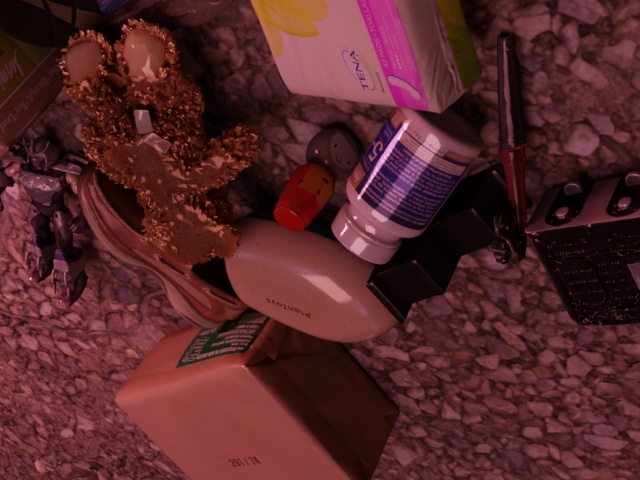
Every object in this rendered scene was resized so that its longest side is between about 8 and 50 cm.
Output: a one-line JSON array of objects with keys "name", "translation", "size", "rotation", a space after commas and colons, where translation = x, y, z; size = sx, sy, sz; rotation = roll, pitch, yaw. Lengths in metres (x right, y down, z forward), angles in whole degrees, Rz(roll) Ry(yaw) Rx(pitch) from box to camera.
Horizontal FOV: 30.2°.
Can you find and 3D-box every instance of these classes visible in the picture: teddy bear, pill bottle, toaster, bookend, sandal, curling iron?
[{"name": "teddy bear", "translation": [-0.196, -0.130, 1.492], "size": [0.245, 0.113, 0.338], "rotation": [-25, 116, 30]}, {"name": "pill bottle", "translation": [0.095, -0.068, 1.383], "size": [0.112, 0.112, 0.186], "rotation": [33, 113, -3]}, {"name": "toaster", "translation": [0.353, 0.014, 1.367], "size": [0.168, 0.110, 0.185], "rotation": [-9, 126, 37]}, {"name": "bookend", "translation": [0.157, 0.004, 1.436], "size": [0.157, 0.156, 0.072], "rotation": [-24, 117, 42]}, {"name": "sandal", "translation": [-0.389, -0.320, 1.416], "size": [0.303, 0.086, 0.120], "rotation": [15, 138, -33]}, {"name": "curling iron", "translation": [0.216, -0.097, 1.335], "size": [0.035, 0.068, 0.274], "rotation": [6, 112, 21]}]

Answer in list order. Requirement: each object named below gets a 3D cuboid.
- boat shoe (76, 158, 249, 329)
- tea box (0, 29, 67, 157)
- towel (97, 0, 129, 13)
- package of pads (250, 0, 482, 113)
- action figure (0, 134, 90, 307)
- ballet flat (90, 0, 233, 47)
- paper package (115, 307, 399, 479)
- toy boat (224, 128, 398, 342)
[{"name": "boat shoe", "translation": [-0.205, -0.005, 1.673], "size": [0.116, 0.123, 0.324], "rotation": [-18, 130, 36]}, {"name": "tea box", "translation": [-0.545, -0.228, 1.553], "size": [0.323, 0.220, 0.329], "rotation": [44, 137, -18]}, {"name": "towel", "translation": [-0.259, -0.332, 1.394], "size": [0.067, 0.029, 0.119], "rotation": [-25, 89, 44]}, {"name": "package of pads", "translation": [0.020, -0.278, 1.236], "size": [0.229, 0.101, 0.296], "rotation": [14, 139, 41]}, {"name": "action figure", "translation": [-0.401, -0.042, 1.757], "size": [0.185, 0.099, 0.285], "rotation": [20, 135, 19]}, {"name": "ballet flat", "translation": [-0.191, -0.281, 1.431], "size": [0.250, 0.058, 0.084], "rotation": [-24, 121, 38]}, {"name": "paper package", "translation": [-0.098, 0.264, 1.837], "size": [0.325, 0.168, 0.309], "rotation": [-20, 120, 42]}, {"name": "toy boat", "translation": [0.000, 0.000, 1.552], "size": [0.267, 0.148, 0.318], "rotation": [22, 146, 16]}]
